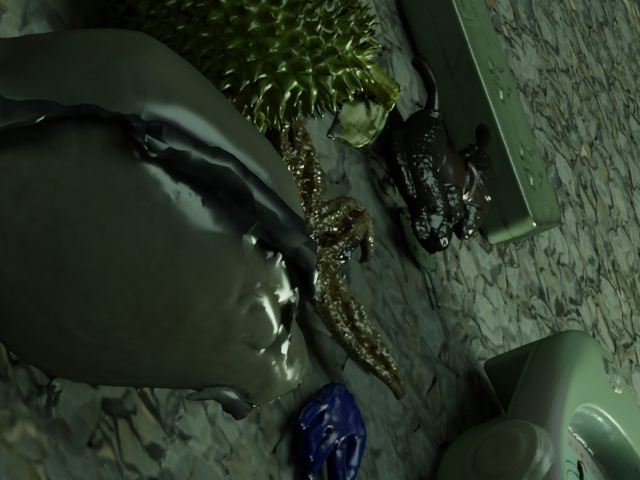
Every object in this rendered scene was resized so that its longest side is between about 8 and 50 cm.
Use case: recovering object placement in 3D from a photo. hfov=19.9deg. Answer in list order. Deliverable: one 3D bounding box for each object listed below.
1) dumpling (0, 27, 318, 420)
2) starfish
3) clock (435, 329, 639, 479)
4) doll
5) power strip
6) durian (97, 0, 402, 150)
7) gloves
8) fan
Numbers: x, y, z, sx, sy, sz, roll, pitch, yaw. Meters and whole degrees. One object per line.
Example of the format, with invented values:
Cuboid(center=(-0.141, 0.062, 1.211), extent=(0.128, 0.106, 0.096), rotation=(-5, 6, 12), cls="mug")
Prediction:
Cuboid(center=(-0.098, -0.038, 0.905), extent=(0.293, 0.163, 0.204), rotation=(40, 38, -25), cls="dumpling")
Cuboid(center=(-0.008, 0.002, 1.181), extent=(0.238, 0.057, 0.213), rotation=(71, 21, -4), cls="starfish")
Cuboid(center=(0.176, 0.228, 1.301), extent=(0.265, 0.108, 0.324), rotation=(65, 25, -8), cls="clock")
Cuboid(center=(0.091, -0.053, 1.427), extent=(0.139, 0.057, 0.165), rotation=(44, 35, -44), cls="doll")
Cuboid(center=(0.130, -0.139, 1.586), extent=(0.093, 0.053, 0.288), rotation=(-7, 77, -65), cls="power strip")
Cuboid(center=(-0.048, -0.141, 1.073), extent=(0.146, 0.159, 0.198), rotation=(102, -32, -48), cls="durian")
Cuboid(center=(0.007, 0.126, 1.135), extent=(0.064, 0.026, 0.086), rotation=(64, 24, -13), cls="gloves")
Cuboid(center=(0.079, 0.014, 1.404), extent=(0.056, 0.004, 0.083), rotation=(20, 50, -61), cls="fan")
